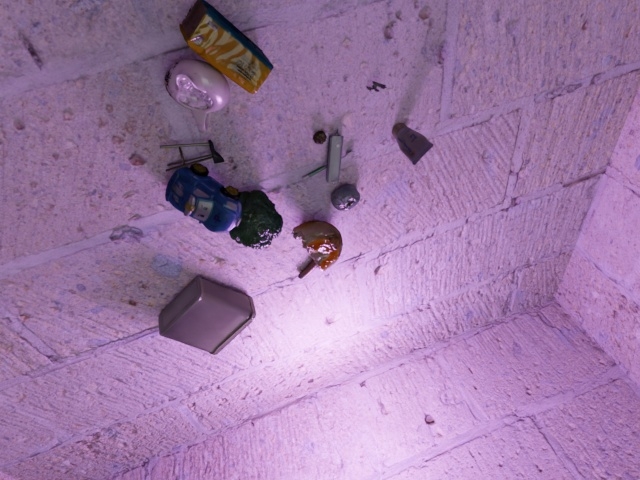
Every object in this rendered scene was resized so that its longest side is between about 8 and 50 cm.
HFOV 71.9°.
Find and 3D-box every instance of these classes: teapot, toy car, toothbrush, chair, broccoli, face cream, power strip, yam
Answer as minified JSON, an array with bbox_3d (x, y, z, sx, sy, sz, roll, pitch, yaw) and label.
[{"bbox_3d":[-0.406,-0.489,1.477,0.209,0.165,0.299,-4,152,-2],"label":"teapot"},{"bbox_3d":[-0.455,-0.150,1.714,0.314,0.166,0.198,36,121,5],"label":"toy car"},{"bbox_3d":[0.035,-0.333,1.947,0.257,0.024,0.018,-29,116,2],"label":"toothbrush"},{"bbox_3d":[-0.481,-0.325,1.663,0.222,0.104,0.095,-11,117,-13],"label":"chair"},{"bbox_3d":[-0.286,-0.084,1.897,0.270,0.269,0.270,-1,167,-25],"label":"broccoli"},{"bbox_3d":[0.385,-0.422,1.883,0.070,0.224,0.114,26,116,-39],"label":"face cream"},{"bbox_3d":[0.061,-0.361,1.906,0.060,0.027,0.252,-3,123,-13],"label":"power strip"},{"bbox_3d":[-0.020,0.113,2.321,0.264,0.046,0.046,-43,134,17],"label":"yam"}]

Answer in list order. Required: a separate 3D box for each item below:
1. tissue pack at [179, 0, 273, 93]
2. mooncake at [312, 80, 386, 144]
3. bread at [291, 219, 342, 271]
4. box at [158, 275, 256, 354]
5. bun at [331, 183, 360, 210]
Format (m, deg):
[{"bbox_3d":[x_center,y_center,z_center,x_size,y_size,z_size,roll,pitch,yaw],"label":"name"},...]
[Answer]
[{"bbox_3d":[-0.300,-0.613,1.405,0.134,0.192,0.271,-45,132,17],"label":"tissue pack"},{"bbox_3d":[0.110,-0.519,1.793,0.150,0.057,0.346,5,135,-45],"label":"mooncake"},{"bbox_3d":[0.002,-0.004,2.132,0.192,0.171,0.314,-35,137,3],"label":"bread"},{"bbox_3d":[-0.568,0.381,2.221,0.352,0.177,0.344,-42,133,17],"label":"box"},{"bbox_3d":[0.122,-0.193,2.075,0.141,0.083,0.140,-15,138,-14],"label":"bun"}]
